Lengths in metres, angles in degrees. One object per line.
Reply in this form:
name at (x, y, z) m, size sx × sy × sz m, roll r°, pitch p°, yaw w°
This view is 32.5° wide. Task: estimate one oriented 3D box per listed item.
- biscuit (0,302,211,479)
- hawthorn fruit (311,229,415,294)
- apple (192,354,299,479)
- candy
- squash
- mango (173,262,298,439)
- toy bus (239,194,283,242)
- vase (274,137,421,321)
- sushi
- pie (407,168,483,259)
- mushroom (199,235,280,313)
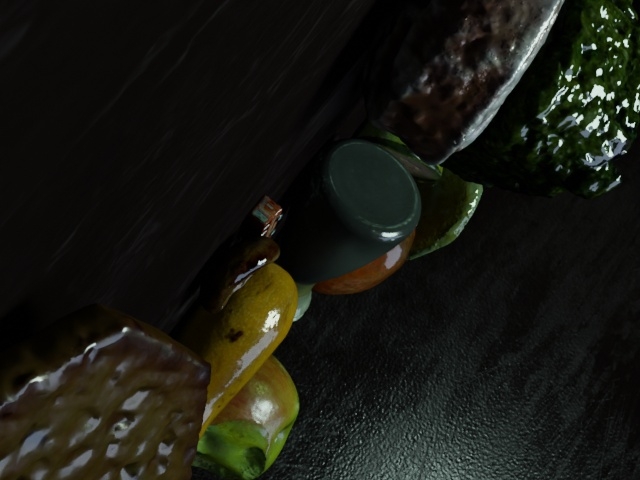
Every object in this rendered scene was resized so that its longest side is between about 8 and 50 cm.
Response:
biscuit at (-0.203, 0.194, 0.695) m, size 0.359 × 0.046 × 0.359 m, roll -44°, pitch 155°, yaw -27°
hawthorn fruit at (0.032, 0.005, 1.923) m, size 0.262 × 0.210 × 0.210 m, roll -37°, pitch -177°, yaw 20°
apple at (-0.159, 0.282, 1.796) m, size 0.246 × 0.226 × 0.246 m, roll -54°, pitch 176°, yaw -6°
candy at (0.152, -0.227, 1.166) m, size 0.289 × 0.157 × 0.214 m, roll -59°, pitch -165°, yaw 6°
squash at (0.150, -0.178, 1.921) m, size 0.170 × 0.170 × 0.122 m, roll 119°, pitch -4°, yaw -73°
mango at (-0.143, 0.150, 1.487) m, size 0.295 × 0.120 × 0.177 m, roll -51°, pitch -175°, yaw -9°
toy bus at (-0.074, -0.018, 1.358) m, size 0.043 × 0.031 × 0.110 m, roll -49°, pitch 175°, yaw -23°
vase at (0.000, 0.000, 1.655) m, size 0.173 × 0.173 × 0.321 m, roll -51°, pitch -177°, yaw -42°
sushi at (0.246, -0.216, 1.359) m, size 0.352 × 0.178 × 0.294 m, roll 22°, pitch -97°, yaw 58°
pie at (0.171, -0.105, 2.022) m, size 0.071 × 0.323 × 0.323 m, roll 16°, pitch 116°, yaw -50°
mushroom at (-0.102, 0.036, 1.318) m, size 0.123 × 0.052 × 0.123 m, roll -40°, pitch 180°, yaw 0°
